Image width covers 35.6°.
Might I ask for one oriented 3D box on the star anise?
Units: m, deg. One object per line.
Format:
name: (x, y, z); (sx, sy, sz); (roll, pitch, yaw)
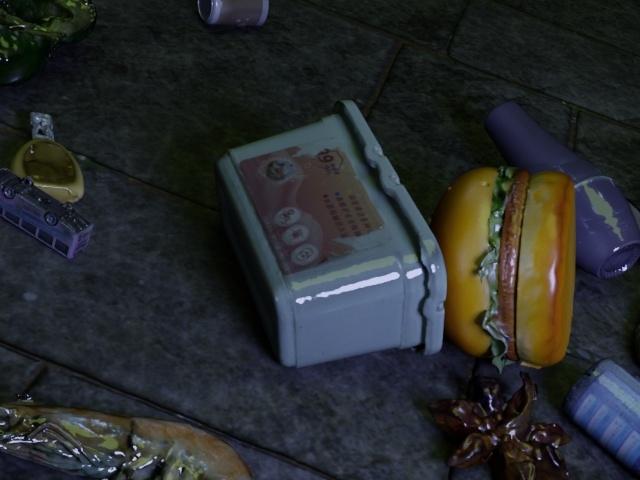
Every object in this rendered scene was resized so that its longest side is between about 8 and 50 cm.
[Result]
star anise: (0.191, 0.206, 1.053); (0.168, 0.057, 0.167); (7, 47, -8)

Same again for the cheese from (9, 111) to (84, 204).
cheese: (-0.338, -0.105, 1.224); (0.086, 0.036, 0.162); (3, 40, -22)

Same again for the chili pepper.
chili pepper: (-0.417, -0.275, 1.357); (0.148, 0.116, 0.264); (30, 37, -5)

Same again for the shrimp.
shrimp: (-0.196, 0.204, 0.865); (0.296, 0.058, 0.169); (13, 25, -16)

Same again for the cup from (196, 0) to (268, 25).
cup: (-0.151, -0.399, 1.642); (0.099, 0.074, 0.102); (-7, 44, -31)

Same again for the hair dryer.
hair dryer: (0.218, -0.049, 1.330); (0.361, 0.121, 0.301); (-15, 51, -22)

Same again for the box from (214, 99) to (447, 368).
box: (0.000, 0.000, 1.133); (0.183, 0.175, 0.311); (-15, 47, -13)

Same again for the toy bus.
toy bus: (-0.320, -0.031, 1.126); (0.131, 0.052, 0.037); (30, 34, 11)

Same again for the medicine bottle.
medicine bottle: (0.365, 0.220, 1.086); (0.083, 0.083, 0.203); (-21, 51, -41)

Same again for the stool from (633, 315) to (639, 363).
stool: (0.590, 0.087, 1.238); (0.310, 0.226, 0.310); (29, 38, 10)

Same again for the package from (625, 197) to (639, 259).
package: (0.374, -0.029, 1.447); (0.239, 0.030, 0.154); (3, 41, -20)

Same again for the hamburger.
hamburger: (0.203, 0.031, 1.143); (0.170, 0.246, 0.246); (5, 33, 18)
